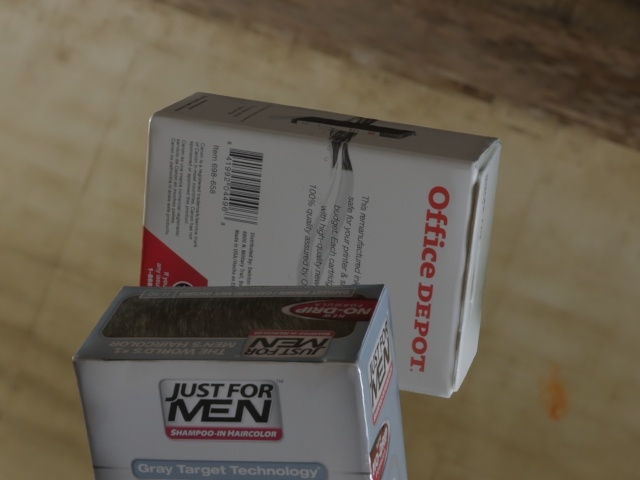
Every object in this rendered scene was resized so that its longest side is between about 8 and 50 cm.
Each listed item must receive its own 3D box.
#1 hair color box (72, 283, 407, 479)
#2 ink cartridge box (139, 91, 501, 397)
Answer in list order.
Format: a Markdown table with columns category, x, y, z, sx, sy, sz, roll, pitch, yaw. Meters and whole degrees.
| category | x | y | z | sx | sy | sz | roll | pitch | yaw |
| --- | --- | --- | --- | --- | --- | --- | --- | --- | --- |
| hair color box | -0.035 | 0.219 | 1.203 | 0.185 | 0.374 | 0.113 | -1 | -155 | 13 |
| ink cartridge box | 0.000 | 0.000 | 1.469 | 0.273 | 0.197 | 0.114 | 10 | -162 | 15 |
